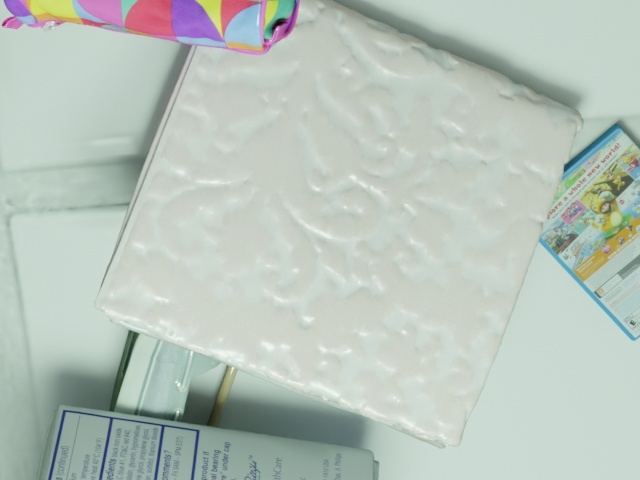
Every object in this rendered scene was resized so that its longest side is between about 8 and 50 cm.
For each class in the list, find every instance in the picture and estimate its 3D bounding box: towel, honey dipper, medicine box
[{"bbox_3d":[0.017,-0.027,1.484,0.332,0.053,0.317,23,80,-10],"label":"towel"},{"bbox_3d":[-0.093,0.151,1.629,0.030,0.030,0.160,16,107,-7],"label":"honey dipper"},{"bbox_3d":[-0.114,0.304,1.589,0.289,0.149,0.263,10,126,-5],"label":"medicine box"}]

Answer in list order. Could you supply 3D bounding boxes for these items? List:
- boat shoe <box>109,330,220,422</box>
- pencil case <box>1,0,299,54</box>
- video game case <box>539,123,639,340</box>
[{"bbox_3d":[-0.125,0.090,1.584,0.081,0.079,0.227,14,116,-13],"label":"boat shoe"},{"bbox_3d":[-0.134,-0.203,1.416,0.236,0.104,0.104,8,112,17],"label":"pencil case"},{"bbox_3d":[0.267,-0.005,1.584,0.119,0.015,0.166,-41,107,14],"label":"video game case"}]
